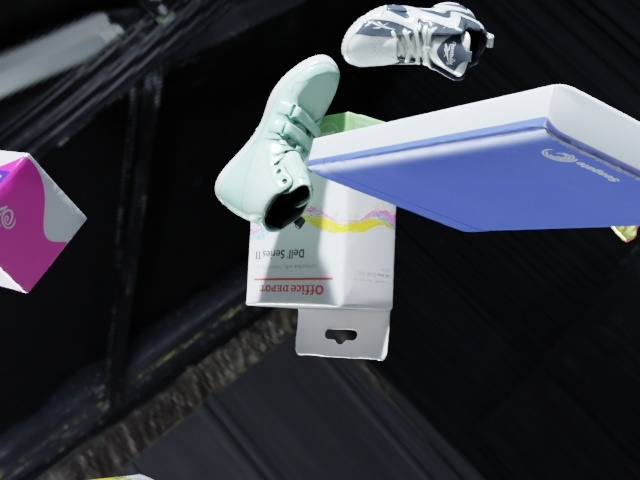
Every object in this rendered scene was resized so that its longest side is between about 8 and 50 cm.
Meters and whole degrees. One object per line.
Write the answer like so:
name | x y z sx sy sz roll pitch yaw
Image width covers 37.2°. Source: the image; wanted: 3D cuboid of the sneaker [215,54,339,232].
sneaker | -0.025 -0.126 1.311 0.094 0.151 0.256 31 -85 -45

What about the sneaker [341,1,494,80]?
sneaker | 0.163 -0.304 1.481 0.235 0.153 0.094 -9 -60 -23

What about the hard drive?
hard drive | 0.157 -0.056 0.813 0.319 0.210 0.040 -2 72 60

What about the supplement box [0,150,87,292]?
supplement box | -0.388 -0.029 1.068 0.111 0.220 0.114 -58 -44 -27

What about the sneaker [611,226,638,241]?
sneaker | 0.570 -0.061 1.599 0.209 0.094 0.081 -25 -12 -7

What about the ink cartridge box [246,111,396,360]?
ink cartridge box | 0.000 0.000 1.438 0.207 0.353 0.119 -3 -8 43

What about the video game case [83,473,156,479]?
video game case | -0.238 0.350 0.870 0.248 0.035 0.274 76 -143 -77
